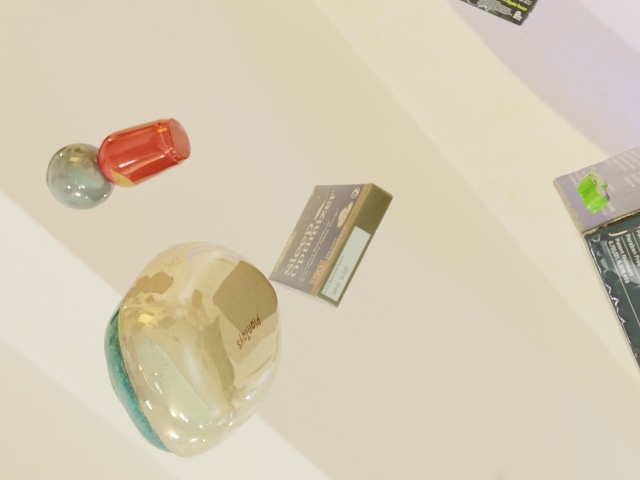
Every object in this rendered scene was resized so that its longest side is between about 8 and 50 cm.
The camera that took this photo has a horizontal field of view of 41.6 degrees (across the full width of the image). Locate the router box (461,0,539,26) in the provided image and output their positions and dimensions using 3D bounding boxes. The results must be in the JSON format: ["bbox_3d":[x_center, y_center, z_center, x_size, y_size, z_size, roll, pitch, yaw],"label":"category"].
[{"bbox_3d":[0.175,-0.297,0.951,0.122,0.038,0.092,14,-144,-24],"label":"router box"}]

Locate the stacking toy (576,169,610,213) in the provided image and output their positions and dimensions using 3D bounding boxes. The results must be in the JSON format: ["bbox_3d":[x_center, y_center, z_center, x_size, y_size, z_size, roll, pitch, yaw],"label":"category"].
[{"bbox_3d":[0.311,-0.032,0.672,0.052,0.167,0.221,27,-148,-30],"label":"stacking toy"}]

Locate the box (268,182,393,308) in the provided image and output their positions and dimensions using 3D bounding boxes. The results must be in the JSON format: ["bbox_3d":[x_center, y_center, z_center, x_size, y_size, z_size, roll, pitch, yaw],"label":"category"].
[{"bbox_3d":[0.000,0.000,0.990,0.036,0.225,0.136,29,-96,-16],"label":"box"}]

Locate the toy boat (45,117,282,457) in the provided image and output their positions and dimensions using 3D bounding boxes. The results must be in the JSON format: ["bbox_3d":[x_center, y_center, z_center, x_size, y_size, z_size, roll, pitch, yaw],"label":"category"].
[{"bbox_3d":[-0.154,0.042,0.832,0.267,0.148,0.318,-38,-71,-70],"label":"toy boat"}]

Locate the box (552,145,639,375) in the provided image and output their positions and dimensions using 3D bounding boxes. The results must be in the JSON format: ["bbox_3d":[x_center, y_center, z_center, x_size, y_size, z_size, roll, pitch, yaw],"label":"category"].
[{"bbox_3d":[0.447,-0.024,0.922,0.179,0.313,0.343,64,-164,-7],"label":"box"}]
